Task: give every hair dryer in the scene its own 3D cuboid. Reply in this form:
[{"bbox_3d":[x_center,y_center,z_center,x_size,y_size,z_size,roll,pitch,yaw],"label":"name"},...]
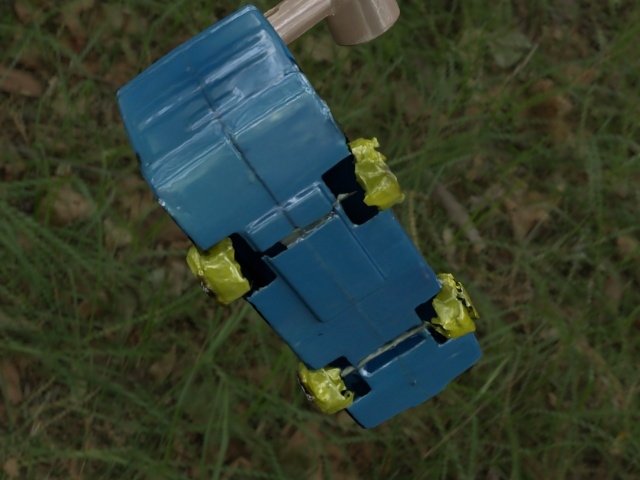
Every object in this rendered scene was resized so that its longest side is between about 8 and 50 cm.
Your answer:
[{"bbox_3d":[-0.058,-0.297,1.578,0.344,0.189,0.106,-40,35,-19],"label":"hair dryer"}]

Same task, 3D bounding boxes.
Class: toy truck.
[{"bbox_3d":[0.000,0.000,0.943,0.161,0.385,0.162,-33,47,4],"label":"toy truck"}]
